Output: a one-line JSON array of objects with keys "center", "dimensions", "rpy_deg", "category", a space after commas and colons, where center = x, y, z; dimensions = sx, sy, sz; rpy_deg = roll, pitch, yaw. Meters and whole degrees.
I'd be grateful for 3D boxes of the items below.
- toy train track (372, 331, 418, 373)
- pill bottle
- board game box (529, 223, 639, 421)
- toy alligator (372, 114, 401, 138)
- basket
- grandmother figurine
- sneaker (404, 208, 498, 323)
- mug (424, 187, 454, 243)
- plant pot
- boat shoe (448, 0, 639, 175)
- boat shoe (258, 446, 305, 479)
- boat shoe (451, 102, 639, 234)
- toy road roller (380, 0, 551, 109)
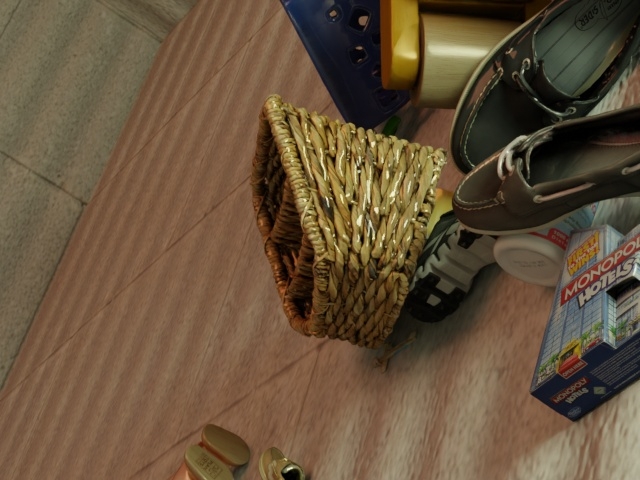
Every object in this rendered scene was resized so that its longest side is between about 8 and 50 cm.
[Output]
[{"center": [0.087, 0.130, 1.881], "dimensions": [0.083, 0.014, 0.048], "rpy_deg": [-39, 25, 42], "category": "toy train track"}, {"center": [0.247, -0.038, 1.640], "dimensions": [0.087, 0.087, 0.160], "rpy_deg": [-26, 35, 58], "category": "pill bottle"}, {"center": [0.285, 0.041, 1.453], "dimensions": [0.194, 0.060, 0.194], "rpy_deg": [-42, 23, 37], "category": "board game box"}, {"center": [0.065, -0.098, 2.277], "dimensions": [0.190, 0.056, 0.051], "rpy_deg": [-56, -24, 4], "category": "toy alligator"}, {"center": [0.000, 0.000, 1.840], "dimensions": [0.299, 0.223, 0.213], "rpy_deg": [112, 175, -71], "category": "basket"}, {"center": [-0.235, 0.403, 2.125], "dimensions": [0.342, 0.104, 0.208], "rpy_deg": [-50, -8, 28], "category": "grandmother figurine"}, {"center": [0.178, -0.011, 1.786], "dimensions": [0.234, 0.078, 0.106], "rpy_deg": [-47, 23, 32], "category": "sneaker"}, {"center": [0.150, -0.026, 1.910], "dimensions": [0.078, 0.062, 0.064], "rpy_deg": [112, 180, -79], "category": "mug"}, {"center": [0.077, -0.319, 2.291], "dimensions": [0.212, 0.236, 0.236], "rpy_deg": [-28, 21, 3], "category": "plant pot"}, {"center": [0.275, -0.198, 1.781], "dimensions": [0.340, 0.127, 0.113], "rpy_deg": [-43, 9, 11], "category": "boat shoe"}, {"center": [-0.040, 0.291, 1.885], "dimensions": [0.045, 0.050, 0.135], "rpy_deg": [-48, 30, 14], "category": "boat shoe"}, {"center": [0.257, -0.085, 1.517], "dimensions": [0.335, 0.095, 0.112], "rpy_deg": [-10, 45, 39], "category": "boat shoe"}, {"center": [0.188, -0.337, 1.884], "dimensions": [0.240, 0.202, 0.329], "rpy_deg": [117, 154, -75], "category": "toy road roller"}]
